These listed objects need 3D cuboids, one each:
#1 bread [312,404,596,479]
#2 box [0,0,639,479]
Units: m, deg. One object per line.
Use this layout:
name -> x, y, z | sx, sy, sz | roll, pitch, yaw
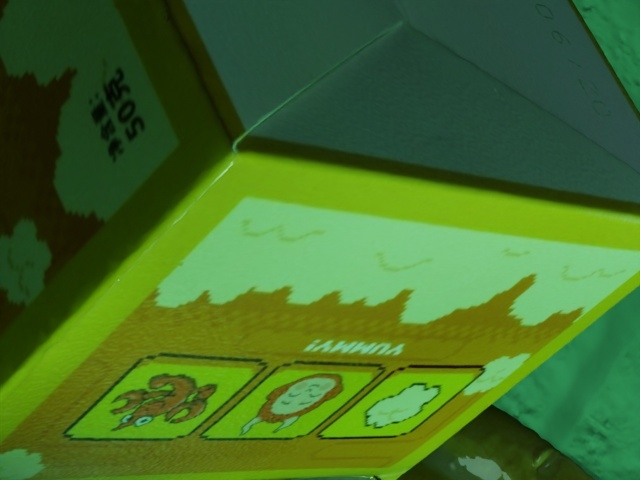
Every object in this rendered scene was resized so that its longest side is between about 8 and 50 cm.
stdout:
bread -> 0.003, 0.161, 0.780 | 0.246, 0.111, 0.239 | 34, 55, 7
box -> -0.054, -0.066, 0.678 | 0.259, 0.214, 0.283 | 5, 49, -46
